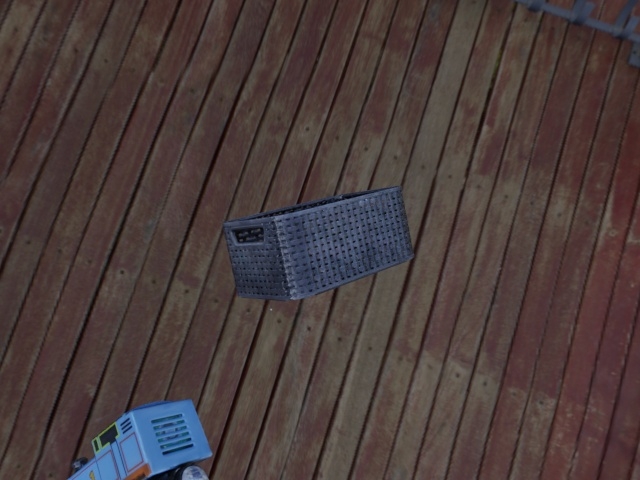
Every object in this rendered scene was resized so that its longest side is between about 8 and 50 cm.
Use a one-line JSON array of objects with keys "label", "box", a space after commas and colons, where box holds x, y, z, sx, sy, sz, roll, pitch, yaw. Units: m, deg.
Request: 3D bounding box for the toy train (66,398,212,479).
[{"label": "toy train", "box": [-0.163, 0.214, 0.479, 0.184, 0.080, 0.105, -40, 62, 28]}]

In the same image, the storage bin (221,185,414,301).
[{"label": "storage bin", "box": [0.000, 0.000, 0.617, 0.180, 0.122, 0.084, -16, 97, -38]}]
